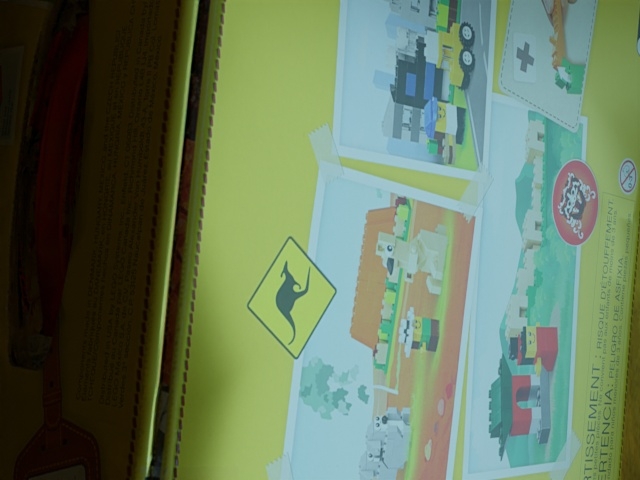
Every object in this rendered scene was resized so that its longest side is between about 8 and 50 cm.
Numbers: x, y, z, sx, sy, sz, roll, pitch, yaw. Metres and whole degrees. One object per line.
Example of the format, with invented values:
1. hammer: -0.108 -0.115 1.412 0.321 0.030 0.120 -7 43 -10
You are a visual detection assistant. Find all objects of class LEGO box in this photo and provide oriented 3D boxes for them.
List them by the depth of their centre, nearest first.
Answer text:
1. LEGO box: 0.005 -0.010 0.637 0.373 0.193 0.500 10 84 -45
